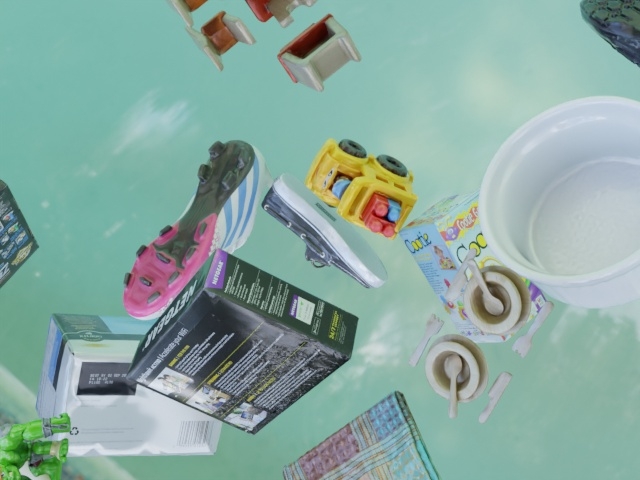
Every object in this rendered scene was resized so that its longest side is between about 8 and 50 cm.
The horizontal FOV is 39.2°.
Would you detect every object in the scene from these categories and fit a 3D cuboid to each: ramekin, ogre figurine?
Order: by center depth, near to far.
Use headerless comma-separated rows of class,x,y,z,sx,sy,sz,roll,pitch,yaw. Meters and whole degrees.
ramekin,0.366,-0.043,1.208,0.277,0.277,0.135,16,165,41
ogre figurine,-0.490,0.367,1.508,0.118,0.097,0.197,8,142,-19

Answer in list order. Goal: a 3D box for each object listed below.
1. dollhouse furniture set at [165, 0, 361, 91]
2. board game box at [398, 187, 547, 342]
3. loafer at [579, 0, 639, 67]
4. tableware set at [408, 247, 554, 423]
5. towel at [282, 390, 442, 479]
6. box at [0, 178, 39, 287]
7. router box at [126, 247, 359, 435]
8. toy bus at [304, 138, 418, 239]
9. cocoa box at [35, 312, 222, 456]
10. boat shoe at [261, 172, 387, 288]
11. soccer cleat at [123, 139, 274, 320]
dollhouse furniture set,-0.059,-0.334,1.216,0.259,0.262,0.135,54,176,-40
board game box,0.309,0.054,1.815,0.275,0.142,0.144,58,155,-9
loafer,0.364,-0.217,0.984,0.078,0.076,0.223,59,176,-40
tableware set,0.182,0.117,1.087,0.128,0.039,0.194,38,118,26
towel,0.087,0.446,1.340,0.040,0.271,0.370,25,-147,-48
box,-0.677,0.044,1.682,0.073,0.295,0.293,35,159,9
router box,-0.070,0.093,0.761,0.133,0.046,0.179,28,138,-17
toy bus,0.090,-0.091,1.879,0.220,0.211,0.149,22,115,-16
cocoa box,-0.393,0.299,1.888,0.228,0.347,0.231,31,112,58
boat shoe,0.000,0.000,1.359,0.228,0.080,0.076,43,112,3
soccer cleat,-0.175,-0.001,1.410,0.116,0.331,0.143,22,162,34
